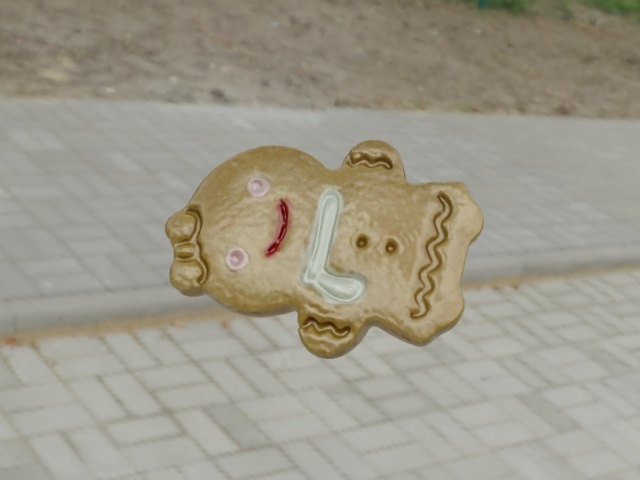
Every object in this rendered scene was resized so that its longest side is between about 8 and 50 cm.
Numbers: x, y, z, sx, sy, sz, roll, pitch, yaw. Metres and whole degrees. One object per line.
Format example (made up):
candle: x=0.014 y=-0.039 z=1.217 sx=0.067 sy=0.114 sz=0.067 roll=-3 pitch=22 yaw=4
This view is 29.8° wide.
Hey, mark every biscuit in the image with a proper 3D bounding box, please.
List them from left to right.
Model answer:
biscuit: x=-0.001 y=-0.001 z=0.948 sx=0.249 sy=0.184 sz=0.035 roll=13 pitch=-18 yaw=14
